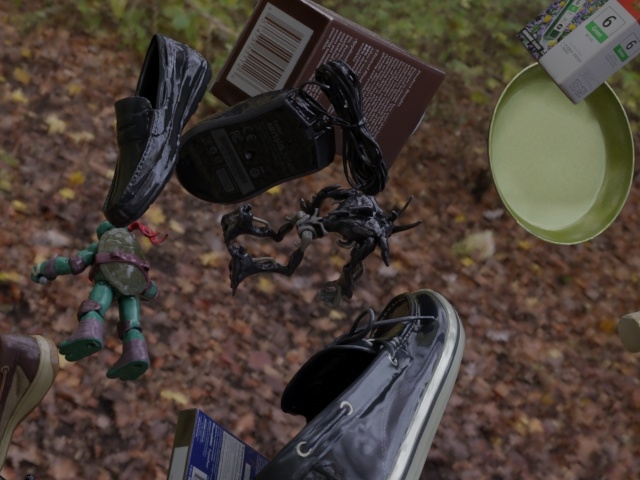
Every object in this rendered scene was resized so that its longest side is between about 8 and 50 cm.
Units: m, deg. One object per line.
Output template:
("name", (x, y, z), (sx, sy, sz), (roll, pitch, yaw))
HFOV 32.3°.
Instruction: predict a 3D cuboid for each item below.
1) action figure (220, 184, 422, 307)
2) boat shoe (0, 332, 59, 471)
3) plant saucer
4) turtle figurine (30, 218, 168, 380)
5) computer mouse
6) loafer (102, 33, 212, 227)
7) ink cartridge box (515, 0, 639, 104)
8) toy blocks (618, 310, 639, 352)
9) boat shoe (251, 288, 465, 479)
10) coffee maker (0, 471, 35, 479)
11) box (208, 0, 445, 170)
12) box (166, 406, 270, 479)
("action figure", (0.000, 0.000, 1.579), (0.275, 0.141, 0.164), (-7, 59, -10))
("boat shoe", (-0.537, 0.279, 1.691), (0.123, 0.342, 0.123), (21, 21, -48))
("plant saucer", (0.305, -0.113, 1.433), (0.241, 0.241, 0.037), (15, -10, -27))
("turtle figurine", (-0.266, 0.051, 1.369), (0.175, 0.118, 0.234), (16, 44, -28))
("computer mouse", (-0.057, -0.124, 1.414), (0.072, 0.272, 0.188), (-75, 148, -58))
("loafer", (-0.182, -0.115, 1.138), (0.078, 0.076, 0.223), (34, 57, -29))
("ink cartridge box", (0.190, -0.148, 0.714), (0.029, 0.115, 0.063), (35, 20, -44))
("toy blocks", (0.498, 0.064, 1.052), (0.260, 0.288, 0.309), (-10, 41, -22))
("boat shoe", (0.050, 0.177, 1.292), (0.156, 0.187, 0.500), (36, 30, -2))
("coffee maker", (-0.519, 0.324, 1.515), (0.178, 0.120, 0.171), (42, 8, 5))
("box", (0.022, -0.244, 1.702), (0.143, 0.191, 0.381), (38, 14, 30))
("box", (-0.107, 0.311, 1.337), (0.225, 0.036, 0.136), (45, 41, -43))
